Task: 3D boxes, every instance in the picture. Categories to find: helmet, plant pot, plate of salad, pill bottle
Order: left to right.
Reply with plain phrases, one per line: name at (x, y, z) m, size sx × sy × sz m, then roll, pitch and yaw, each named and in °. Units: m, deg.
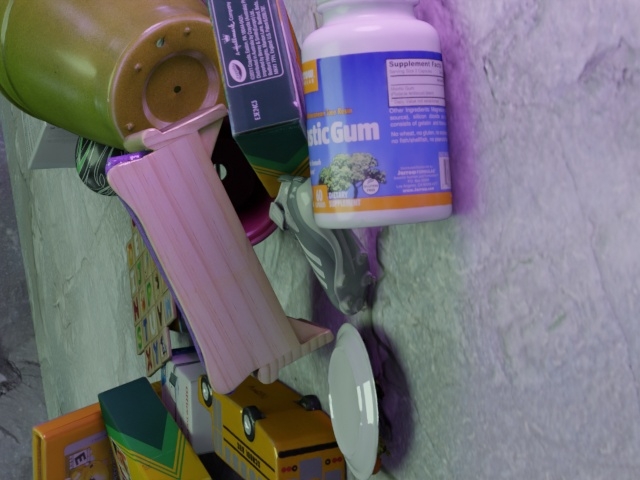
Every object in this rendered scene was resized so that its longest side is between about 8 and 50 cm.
helmet at (-0.408, -0.169, 2.240) m, size 0.169 × 0.170 × 0.161 m, roll 166°, pitch 114°, yaw -66°
plant pot at (-0.306, -0.298, 1.819) m, size 0.353 × 0.367 × 0.366 m, roll 36°, pitch 128°, yaw 44°
plant pot at (-0.146, -0.091, 1.660) m, size 0.180 × 0.201 × 0.201 m, roll -146°, pitch 53°, yaw -79°
plate of salad at (0.051, 0.203, 1.430) m, size 0.200 × 0.048 × 0.199 m, roll 176°, pitch 90°, yaw -76°
pill bottle at (0.058, -0.152, 1.214) m, size 0.152 × 0.152 × 0.271 m, roll 180°, pitch 84°, yaw -66°

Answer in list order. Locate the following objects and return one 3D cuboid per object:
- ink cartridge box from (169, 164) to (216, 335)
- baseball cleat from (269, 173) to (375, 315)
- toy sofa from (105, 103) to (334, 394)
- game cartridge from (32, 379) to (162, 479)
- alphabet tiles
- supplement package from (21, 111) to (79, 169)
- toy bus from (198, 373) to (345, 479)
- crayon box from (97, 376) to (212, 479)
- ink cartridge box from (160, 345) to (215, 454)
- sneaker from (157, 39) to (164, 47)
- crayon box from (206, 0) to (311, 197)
ink cartridge box at (-0.250, 0.013, 2.042) m, size 0.304 × 0.072 × 0.307 m, roll 179°, pitch 83°, yaw -67°
baseball cleat at (0.000, 0.000, 1.401) m, size 0.109 × 0.072 × 0.205 m, roll 18°, pitch 136°, yaw 40°
toy sofa at (-0.146, 0.013, 1.494) m, size 0.362 × 0.177 × 0.150 m, roll 64°, pitch 165°, yaw -11°
game cartridge at (-0.396, 0.430, 2.154) m, size 0.053 × 0.324 × 0.285 m, roll 27°, pitch 122°, yaw 41°
alphabet tiles at (-0.318, 0.070, 2.104) m, size 0.285 × 0.011 × 0.342 m, roll 138°, pitch 126°, yaw -62°
supplement package at (-0.521, -0.290, 2.418) m, size 0.263 × 0.199 × 0.198 m, roll 142°, pitch 120°, yaw -62°
toy bus at (-0.080, 0.282, 1.671) m, size 0.333 × 0.108 × 0.130 m, roll -162°, pitch 67°, yaw -64°
crayon box at (-0.272, 0.479, 2.025) m, size 0.313 × 0.106 × 0.362 m, roll 45°, pitch 149°, yaw 50°
ink cartridge box at (-0.221, 0.282, 2.017) m, size 0.191 × 0.082 × 0.139 m, roll -155°, pitch 62°, yaw -65°
sneaker at (-0.315, -0.350, 2.120) m, size 0.052 × 0.058 × 0.135 m, roll -174°, pitch 81°, yaw -66°
crayon box at (-0.058, -0.180, 1.377) m, size 0.323 × 0.083 × 0.203 m, roll 59°, pitch -162°, yaw -75°
